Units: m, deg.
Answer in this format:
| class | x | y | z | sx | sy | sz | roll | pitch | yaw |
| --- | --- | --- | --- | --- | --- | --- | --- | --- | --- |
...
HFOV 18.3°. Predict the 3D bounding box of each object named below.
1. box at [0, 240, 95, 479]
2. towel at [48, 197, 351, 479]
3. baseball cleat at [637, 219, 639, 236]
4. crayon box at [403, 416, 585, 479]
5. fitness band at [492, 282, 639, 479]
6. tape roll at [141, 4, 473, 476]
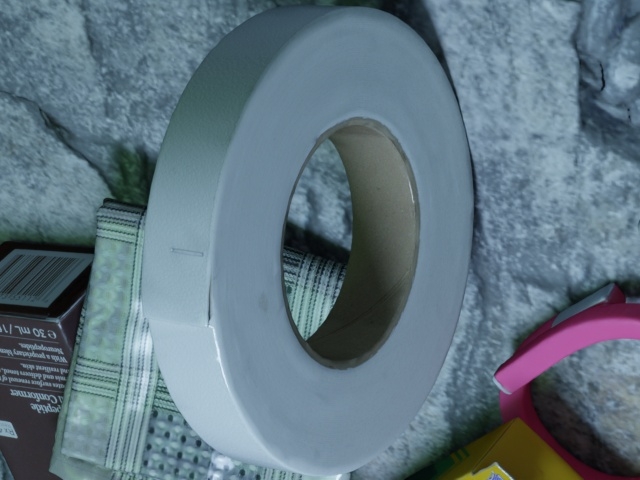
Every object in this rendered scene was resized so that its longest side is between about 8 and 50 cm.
| class | x | y | z | sx | sy | sz | roll | pitch | yaw |
| --- | --- | --- | --- | --- | --- | --- | --- | --- | --- |
| box | -0.253 | 0.195 | 2.182 | 0.191 | 0.143 | 0.381 | 3 | 127 | 36 |
| towel | -0.106 | 0.145 | 1.962 | 0.312 | 0.056 | 0.324 | 16 | 111 | 10 |
| baseball cleat | 0.301 | -0.033 | 1.606 | 0.109 | 0.072 | 0.206 | 7 | 127 | 34 |
| crayon box | 0.193 | 0.289 | 1.904 | 0.203 | 0.083 | 0.323 | 44 | 153 | -2 |
| fitness band | 0.277 | 0.153 | 1.796 | 0.209 | 0.054 | 0.291 | 46 | 140 | -4 |
| tape roll | 0.000 | 0.000 | 1.629 | 0.072 | 0.392 | 0.392 | 7 | 128 | 34 |
